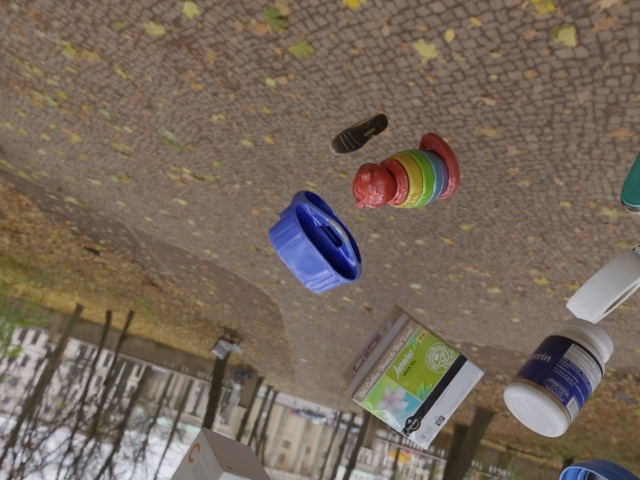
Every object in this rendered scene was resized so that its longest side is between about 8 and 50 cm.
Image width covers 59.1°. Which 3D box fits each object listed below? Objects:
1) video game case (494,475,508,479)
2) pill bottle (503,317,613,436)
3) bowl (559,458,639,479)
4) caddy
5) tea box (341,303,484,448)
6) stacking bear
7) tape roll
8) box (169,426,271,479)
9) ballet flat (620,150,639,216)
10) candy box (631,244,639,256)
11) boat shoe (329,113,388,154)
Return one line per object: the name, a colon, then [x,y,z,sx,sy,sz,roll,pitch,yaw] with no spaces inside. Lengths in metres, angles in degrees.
video game case: [0.364,0.631,1.337,0.019,0.143,0.157,48,131,15]
pill bottle: [0.562,0.311,1.319,0.153,0.264,0.153,38,152,25]
bowl: [0.793,0.754,1.460,0.077,0.392,0.391,-22,172,-17]
caddy: [0.000,0.000,1.806,0.179,0.241,0.341,-30,109,30]
tea box: [0.303,0.452,1.913,0.323,0.329,0.220,36,-179,-9]
stacking bear: [0.202,-0.156,1.441,0.164,0.288,0.176,47,137,35]
tape roll: [0.967,0.161,1.890,0.100,0.286,0.286,50,178,28]
box: [-0.293,0.687,1.400,0.168,0.346,0.215,34,176,-27]
ballet flat: [0.928,-0.284,1.436,0.181,0.483,0.164,7,-161,-28]
candy box: [1.205,0.003,1.948,0.159,0.071,0.233,-10,152,-32]
boat shoe: [0.097,-0.293,1.564,0.072,0.189,0.068,25,140,58]
